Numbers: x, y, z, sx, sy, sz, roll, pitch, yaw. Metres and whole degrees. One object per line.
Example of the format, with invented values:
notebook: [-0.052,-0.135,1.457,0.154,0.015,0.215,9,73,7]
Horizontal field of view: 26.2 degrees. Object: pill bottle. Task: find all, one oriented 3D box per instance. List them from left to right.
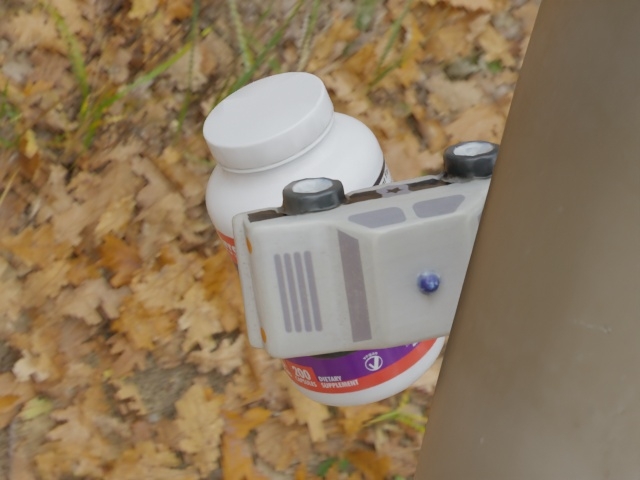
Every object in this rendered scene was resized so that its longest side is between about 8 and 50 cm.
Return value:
pill bottle: [0.000,0.000,1.380,0.181,0.181,0.323,-44,127,-28]

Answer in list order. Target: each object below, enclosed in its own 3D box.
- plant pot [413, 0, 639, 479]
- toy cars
plant pot: [0.178,0.028,0.489,0.323,0.323,0.280,32,83,-14]
toy cars: [0.136,0.062,0.786,0.394,0.087,0.176,29,99,-20]
